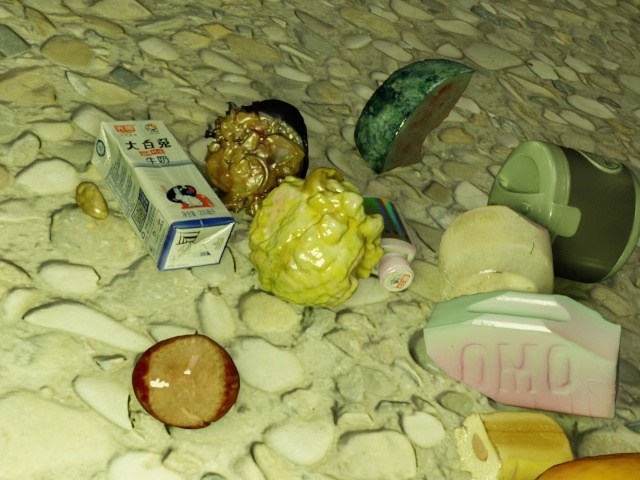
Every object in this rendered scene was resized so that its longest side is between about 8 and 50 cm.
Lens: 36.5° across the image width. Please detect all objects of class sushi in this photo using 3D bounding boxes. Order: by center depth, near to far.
[{"bbox_3d":[-0.123,-0.155,1.857,0.200,0.213,0.204,-2,23,1],"label":"sushi"}]

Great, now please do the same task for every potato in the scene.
[{"bbox_3d":[-0.400,-0.069,1.687,0.046,0.045,0.092,-30,56,-7],"label":"potato"}]

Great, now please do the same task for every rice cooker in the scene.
[{"bbox_3d":[0.496,-0.062,2.023,0.277,0.288,0.288,13,36,-15],"label":"rice cooker"}]

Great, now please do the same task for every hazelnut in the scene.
[{"bbox_3d":[-0.192,0.199,1.388,0.154,0.143,0.143,0,38,-6],"label":"hazelnut"}]

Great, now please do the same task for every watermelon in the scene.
[{"bbox_3d":[0.204,-0.290,2.197,0.148,0.318,0.226,43,-3,32],"label":"watermelon"}]

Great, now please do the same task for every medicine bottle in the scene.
[{"bbox_3d":[0.121,0.004,1.874,0.115,0.078,0.219,10,37,-23],"label":"medicine bottle"}]

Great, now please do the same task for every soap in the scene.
[{"bbox_3d":[0.348,0.188,1.669,0.324,0.192,0.109,6,33,22],"label":"soap"}]

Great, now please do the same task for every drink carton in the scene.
[{"bbox_3d":[-0.285,-0.091,1.730,0.131,0.106,0.315,-5,44,-38],"label":"drink carton"}]

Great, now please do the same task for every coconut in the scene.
[{"bbox_3d":[0.326,0.049,1.815,0.227,0.227,0.230,21,36,-6],"label":"coconut"}]

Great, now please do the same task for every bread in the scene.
[{"bbox_3d":[0.310,0.337,1.540,0.173,0.085,0.134,7,35,-21],"label":"bread"}]

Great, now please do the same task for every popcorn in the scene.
[{"bbox_3d":[0.000,0.000,1.676,0.212,0.259,0.259,38,19,-43],"label":"popcorn"}]

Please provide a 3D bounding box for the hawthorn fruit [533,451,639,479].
[{"bbox_3d":[0.376,0.472,1.121,0.472,0.471,0.471,16,35,-12],"label":"hawthorn fruit"}]
